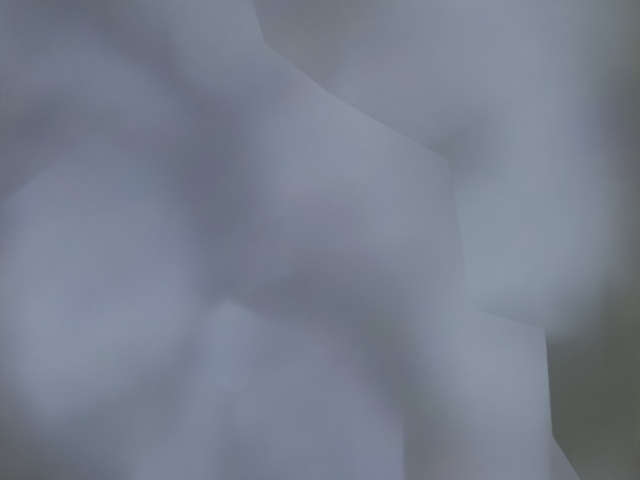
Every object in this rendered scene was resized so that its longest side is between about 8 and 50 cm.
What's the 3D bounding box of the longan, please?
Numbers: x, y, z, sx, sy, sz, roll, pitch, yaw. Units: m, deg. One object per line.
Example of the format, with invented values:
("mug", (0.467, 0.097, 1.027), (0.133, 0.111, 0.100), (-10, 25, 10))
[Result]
("longan", (0.000, 0.000, 0.500), (0.361, 0.361, 0.361), (0, 92, 12))
